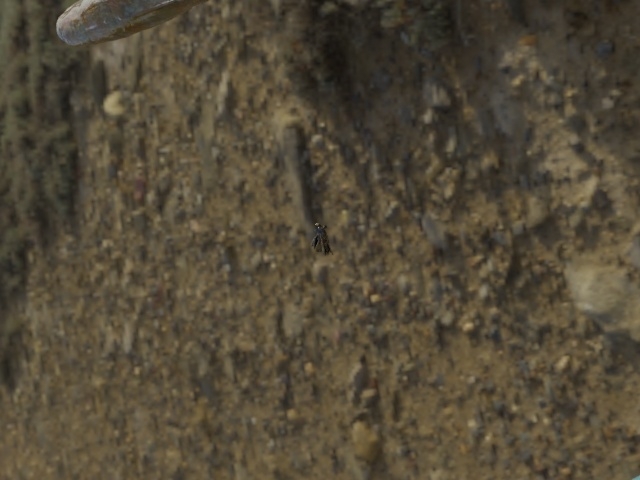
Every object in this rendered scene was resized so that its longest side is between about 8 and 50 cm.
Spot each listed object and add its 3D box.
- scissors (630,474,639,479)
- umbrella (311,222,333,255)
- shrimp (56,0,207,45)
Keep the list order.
[{"bbox_3d":[0.183,0.185,0.642,0.192,0.447,0.029,26,125,55],"label":"scissors"},{"bbox_3d":[0.002,-0.001,1.225,0.031,0.020,0.083,62,169,16],"label":"umbrella"},{"bbox_3d":[-0.142,-0.231,0.948,0.048,0.223,0.126,63,-153,-29],"label":"shrimp"}]
